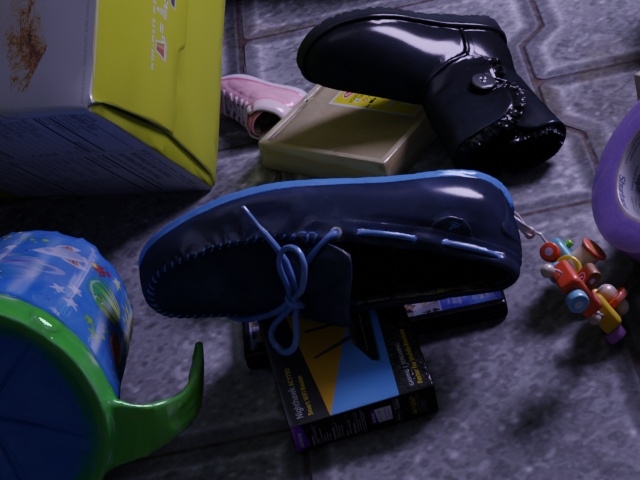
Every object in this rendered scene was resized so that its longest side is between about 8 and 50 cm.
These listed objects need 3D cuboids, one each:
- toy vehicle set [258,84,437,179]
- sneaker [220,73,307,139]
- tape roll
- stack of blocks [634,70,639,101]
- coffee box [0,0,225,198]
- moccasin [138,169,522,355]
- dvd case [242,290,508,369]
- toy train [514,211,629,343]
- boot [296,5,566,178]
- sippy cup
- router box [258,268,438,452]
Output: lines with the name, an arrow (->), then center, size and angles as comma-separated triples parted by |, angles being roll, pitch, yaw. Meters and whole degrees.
toy vehicle set -> 0.072, -0.157, 1.881 | 0.166, 0.035, 0.267 | 12, 43, 33
sneaker -> -0.084, -0.153, 1.918 | 0.134, 0.051, 0.070 | 10, 36, 24
tape roll -> 0.344, -0.057, 1.520 | 0.189, 0.080, 0.189 | -37, 37, 36
stack of blocks -> 0.477, -0.131, 1.625 | 0.171, 0.087, 0.297 | -30, 32, -26
coffee box -> -0.311, -0.244, 1.766 | 0.334, 0.338, 0.337 | -2, 78, 17
moccasin -> 0.011, 0.015, 1.462 | 0.342, 0.137, 0.116 | -13, 50, -2
dvd case -> 0.046, 0.040, 1.629 | 0.253, 0.022, 0.180 | -12, 36, 3
toy train -> 0.232, 0.025, 1.495 | 0.046, 0.125, 0.166 | -40, 29, 11
boot -> 0.117, -0.153, 1.753 | 0.247, 0.094, 0.207 | -4, 42, -17
sippy cup -> -0.272, 0.107, 1.492 | 0.240, 0.305, 0.224 | -47, 11, 26
router box -> 0.019, 0.096, 1.511 | 0.133, 0.046, 0.179 | -17, 46, -3
